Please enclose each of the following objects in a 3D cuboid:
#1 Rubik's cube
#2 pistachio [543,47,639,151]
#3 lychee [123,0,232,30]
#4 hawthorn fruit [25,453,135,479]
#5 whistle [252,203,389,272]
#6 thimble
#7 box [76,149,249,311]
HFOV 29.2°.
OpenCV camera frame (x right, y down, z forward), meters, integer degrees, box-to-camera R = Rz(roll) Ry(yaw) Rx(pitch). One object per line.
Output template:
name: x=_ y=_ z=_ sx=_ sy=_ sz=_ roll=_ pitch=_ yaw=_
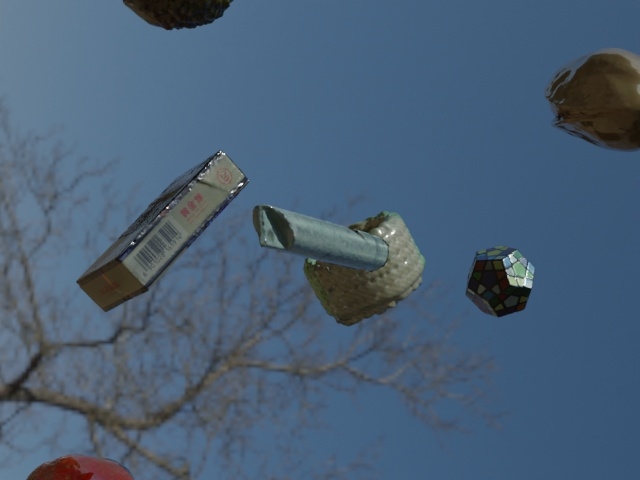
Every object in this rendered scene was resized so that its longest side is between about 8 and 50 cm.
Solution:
Rubik's cube: x=0.322 y=0.073 z=2.204 sx=0.133 sy=0.112 sz=0.133 roll=-5 pitch=-100 yaw=29
pistachio: x=0.350 y=-0.174 z=1.513 sx=0.226 sy=0.135 sz=0.136 roll=-143 pitch=-119 yaw=-72
lychee: x=-0.168 y=-0.336 z=1.471 sx=0.171 sy=0.171 sz=0.171 roll=-175 pitch=-90 yaw=-65
hawthorn fruit: x=-0.458 y=0.525 z=2.334 sx=0.262 sy=0.258 sz=0.258 roll=-80 pitch=-176 yaw=-71
whistle: x=0.000 y=0.000 z=1.781 sx=0.062 sy=0.312 sz=0.062 roll=-5 pitch=-100 yaw=32
thimble: x=0.083 y=0.052 z=2.309 sx=0.150 sy=0.219 sz=0.219 roll=62 pitch=-23 yaw=-11
box: x=-0.285 y=-0.017 z=2.225 sx=0.310 sy=0.084 sz=0.198 roll=-50 pitch=-166 yaw=-33
